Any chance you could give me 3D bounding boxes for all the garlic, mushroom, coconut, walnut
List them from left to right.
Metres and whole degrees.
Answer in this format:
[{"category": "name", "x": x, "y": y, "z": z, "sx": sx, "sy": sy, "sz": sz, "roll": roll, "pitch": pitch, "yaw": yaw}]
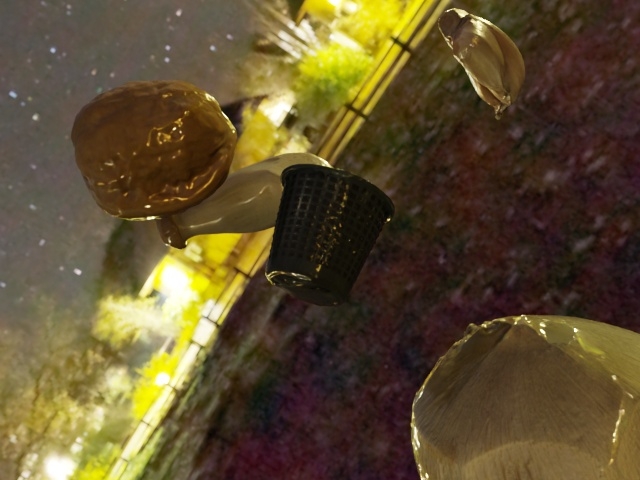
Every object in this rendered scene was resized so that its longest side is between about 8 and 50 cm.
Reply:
[{"category": "walnut", "x": -0.258, "y": -0.143, "z": 1.327, "sx": 0.225, "sy": 0.257, "sz": 0.257, "roll": 86, "pitch": -153, "yaw": -55}, {"category": "mushroom", "x": -0.136, "y": -0.075, "z": 1.538, "sx": 0.349, "sy": 0.128, "sz": 0.128, "roll": -16, "pitch": 12, "yaw": 3}, {"category": "garlic", "x": 0.322, "y": -0.356, "z": 1.618, "sx": 0.110, "sy": 0.228, "sz": 0.217, "roll": -33, "pitch": 35, "yaw": 12}, {"category": "coconut", "x": 0.287, "y": 0.247, "z": 1.013, "sx": 0.346, "sy": 0.346, "sz": 0.361, "roll": -74, "pitch": -25, "yaw": -68}]

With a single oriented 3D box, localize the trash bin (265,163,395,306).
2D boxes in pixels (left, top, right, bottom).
[{"category": "trash bin", "x": 0.000, "y": 0.000, "z": 1.180, "sx": 0.161, "sy": 0.175, "sz": 0.175, "roll": -69, "pitch": 10, "yaw": -21}]
